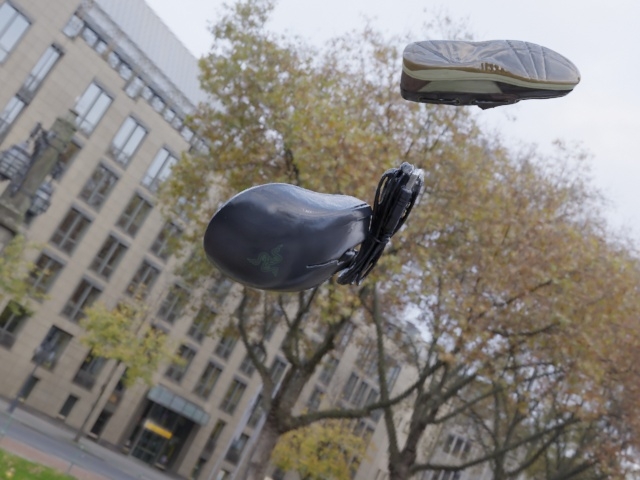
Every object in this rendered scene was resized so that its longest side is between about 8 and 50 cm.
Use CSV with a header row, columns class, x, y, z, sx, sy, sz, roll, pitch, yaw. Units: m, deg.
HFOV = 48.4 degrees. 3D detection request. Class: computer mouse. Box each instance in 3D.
class,x,y,z,sx,sy,sz,roll,pitch,yaw
computer mouse,0.000,0.000,0.795,0.272,0.189,0.072,-2,41,-41

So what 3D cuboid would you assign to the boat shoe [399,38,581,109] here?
class,x,y,z,sx,sy,sz,roll,pitch,yaw
boat shoe,0.140,-0.136,0.600,0.152,0.056,0.049,5,-40,-6
